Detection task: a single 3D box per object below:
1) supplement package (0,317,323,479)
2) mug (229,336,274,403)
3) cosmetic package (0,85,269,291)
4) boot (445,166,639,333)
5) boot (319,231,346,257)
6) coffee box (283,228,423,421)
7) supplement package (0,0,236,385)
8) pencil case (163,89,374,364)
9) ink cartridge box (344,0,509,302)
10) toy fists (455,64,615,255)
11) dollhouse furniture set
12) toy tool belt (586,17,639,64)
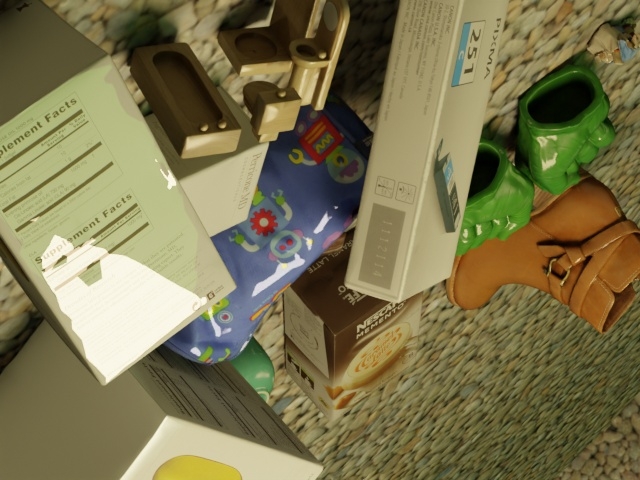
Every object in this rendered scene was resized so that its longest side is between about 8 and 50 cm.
[{"bbox_3d":[-0.180,0.215,1.646,0.199,0.198,0.262,-52,143,8],"label":"supplement package"},{"bbox_3d":[-0.119,0.169,1.873,0.129,0.097,0.158,-26,152,-33],"label":"mug"},{"bbox_3d":[-0.164,-0.037,1.465,0.231,0.085,0.117,-26,152,-31],"label":"cosmetic package"},{"bbox_3d":[0.301,0.042,2.155,0.109,0.220,0.283,-8,140,-53],"label":"boot"},{"bbox_3d":[0.000,0.000,1.818,0.106,0.037,0.114,-22,170,40],"label":"boot"},{"bbox_3d":[0.038,0.099,1.997,0.141,0.098,0.246,-35,156,-17],"label":"coffee box"},{"bbox_3d":[-0.190,-0.037,1.251,0.134,0.139,0.244,-37,131,-12],"label":"supplement package"},{"bbox_3d":[-0.053,-0.008,1.632,0.306,0.133,0.119,-47,178,13],"label":"pencil case"},{"bbox_3d":[0.124,-0.110,1.597,0.261,0.066,0.296,-23,127,-64],"label":"ink cartridge box"},{"bbox_3d":[0.241,-0.087,1.999,0.279,0.096,0.142,-39,158,-11],"label":"toy fists"},{"bbox_3d":[-0.062,-0.168,1.357,0.151,0.144,0.123,-10,138,-28],"label":"dollhouse furniture set"},{"bbox_3d":[0.362,-0.232,1.991,0.083,0.051,0.052,-18,147,-44],"label":"toy tool belt"}]
